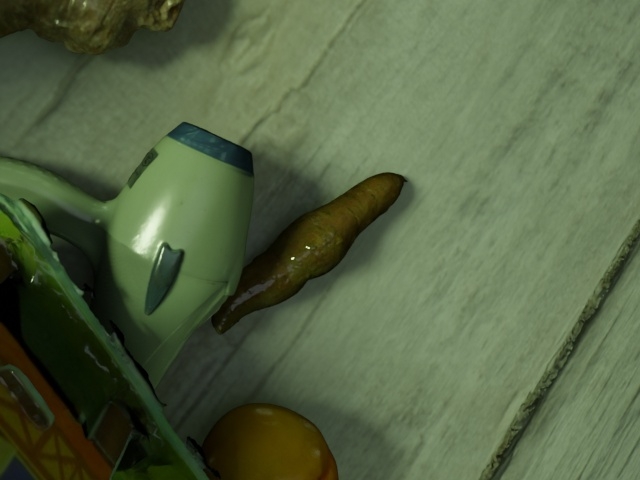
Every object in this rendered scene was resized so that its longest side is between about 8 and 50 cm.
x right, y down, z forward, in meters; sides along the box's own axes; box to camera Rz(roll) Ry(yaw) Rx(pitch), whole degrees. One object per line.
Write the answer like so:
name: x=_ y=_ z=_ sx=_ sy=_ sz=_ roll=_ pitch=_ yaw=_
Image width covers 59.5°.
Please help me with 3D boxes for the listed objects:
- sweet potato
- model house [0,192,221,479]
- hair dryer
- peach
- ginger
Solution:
sweet potato: x=0.000 y=0.000 z=0.560 sx=0.273 sy=0.067 sz=0.067 roll=-37 pitch=112 yaw=-23
model house: x=-0.235 y=0.204 z=0.303 sx=0.242 sy=0.313 sz=0.358 roll=-21 pitch=111 yaw=10
hair dryer: x=-0.209 y=0.047 z=0.457 sx=0.297 sy=0.119 sz=0.296 roll=2 pitch=100 yaw=-11
peach: x=-0.048 y=0.225 z=0.531 sx=0.138 sy=0.138 sz=0.138 roll=-4 pitch=99 yaw=-26
ginger: x=-0.173 y=-0.214 z=0.435 sx=0.137 sy=0.074 sz=0.213 roll=39 pitch=75 yaw=-16
